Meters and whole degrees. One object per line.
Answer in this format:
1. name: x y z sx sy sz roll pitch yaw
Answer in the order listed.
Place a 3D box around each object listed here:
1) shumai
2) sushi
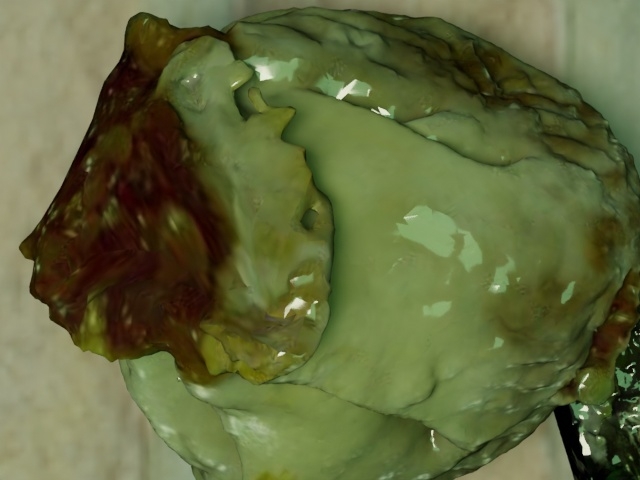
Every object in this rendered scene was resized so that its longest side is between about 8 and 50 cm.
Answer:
1. shumai: 0.006 -0.001 0.576 0.184 0.142 0.184 0 88 15
2. sushi: 0.122 0.048 0.649 0.085 0.056 0.083 -20 88 -4
